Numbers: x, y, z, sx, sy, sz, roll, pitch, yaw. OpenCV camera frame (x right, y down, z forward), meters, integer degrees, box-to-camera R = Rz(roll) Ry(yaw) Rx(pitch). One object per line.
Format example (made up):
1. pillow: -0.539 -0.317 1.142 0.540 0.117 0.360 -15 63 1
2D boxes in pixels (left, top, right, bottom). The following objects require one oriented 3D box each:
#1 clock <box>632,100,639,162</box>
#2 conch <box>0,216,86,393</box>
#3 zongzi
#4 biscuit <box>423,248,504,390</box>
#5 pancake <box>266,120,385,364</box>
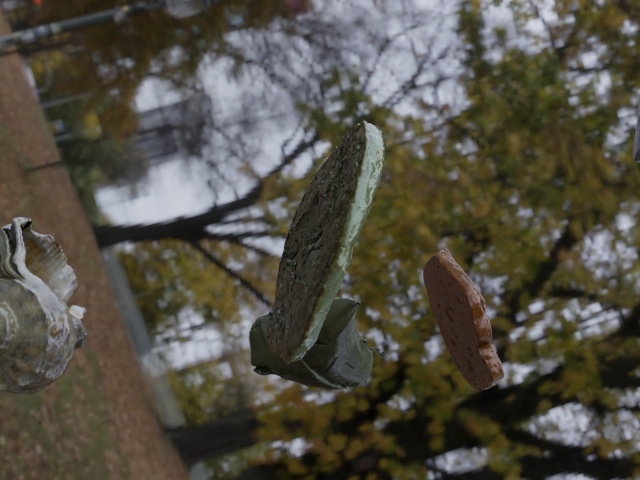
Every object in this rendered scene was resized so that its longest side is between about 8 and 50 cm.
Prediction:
1. clock: 0.473 -0.158 1.310 0.189 0.254 0.189 10 90 -76
2. conch: -0.262 0.058 1.127 0.207 0.130 0.155 -6 108 -72
3. zongzi: 0.035 0.086 1.006 0.130 0.154 0.062 -27 -125 39
4. biscuit: 0.126 0.070 1.087 0.130 0.019 0.102 69 -16 -4
5. pancake: 0.000 0.000 0.494 0.108 0.017 0.108 -158 -90 -80
